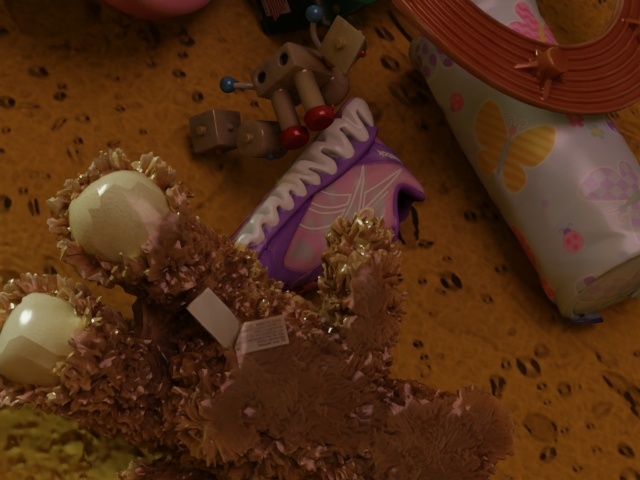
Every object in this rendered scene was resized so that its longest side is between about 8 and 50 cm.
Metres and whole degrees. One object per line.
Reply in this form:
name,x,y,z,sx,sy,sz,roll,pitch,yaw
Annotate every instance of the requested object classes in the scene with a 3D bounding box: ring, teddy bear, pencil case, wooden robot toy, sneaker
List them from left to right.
teddy bear,-0.046,0.087,0.959,0.338,0.113,0.245,15,79,-21
wooden robot toy,-0.010,-0.100,1.099,0.079,0.173,0.076,1,61,-50
sneaker,0.000,0.000,1.082,0.104,0.095,0.236,43,50,-4
ring,0.153,-0.248,1.179,0.336,0.032,0.336,18,55,-28
pencil case,0.178,-0.074,1.197,0.124,0.113,0.273,-7,61,-50

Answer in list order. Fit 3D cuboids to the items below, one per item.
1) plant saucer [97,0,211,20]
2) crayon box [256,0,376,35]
plant saucer,-0.172,-0.317,1.120,0.332,0.084,0.332,43,40,-52
crayon box,0.056,-0.319,1.262,0.318,0.081,0.202,-33,111,-37
